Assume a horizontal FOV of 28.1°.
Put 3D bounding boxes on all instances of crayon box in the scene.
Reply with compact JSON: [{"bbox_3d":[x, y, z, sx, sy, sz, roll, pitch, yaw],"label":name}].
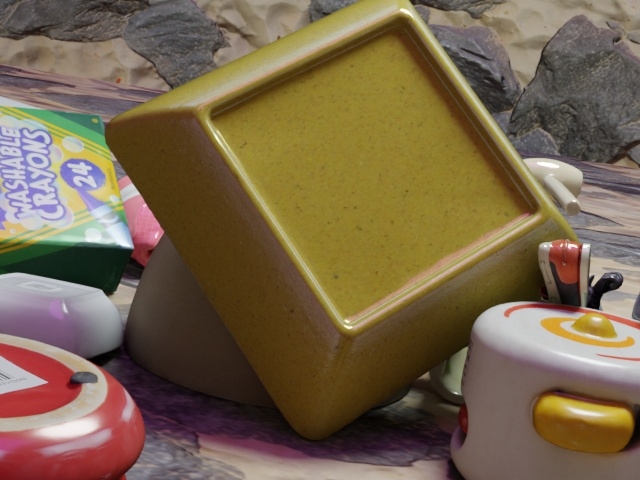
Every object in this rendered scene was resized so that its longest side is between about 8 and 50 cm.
[{"bbox_3d":[-0.375,-0.050,1.341,0.323,0.083,0.203,2,48,-28],"label":"crayon box"}]

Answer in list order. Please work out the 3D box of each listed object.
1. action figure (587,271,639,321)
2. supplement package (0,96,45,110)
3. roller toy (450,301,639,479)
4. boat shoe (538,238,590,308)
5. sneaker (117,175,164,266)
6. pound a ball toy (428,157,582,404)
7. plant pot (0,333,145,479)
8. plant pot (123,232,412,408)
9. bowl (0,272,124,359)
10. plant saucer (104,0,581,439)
[{"bbox_3d":[0.322,0.086,1.182,0.185,0.099,0.285,21,-24,5],"label":"action figure"},{"bbox_3d":[-0.440,-0.100,1.598,0.262,0.145,0.204,19,16,38],"label":"supplement package"},{"bbox_3d":[0.204,0.129,1.020,0.209,0.146,0.191,-1,16,-39],"label":"roller toy"},{"bbox_3d":[0.212,0.043,1.118,0.043,0.049,0.137,4,-30,13],"label":"boat shoe"},{"bbox_3d":[-0.104,0.003,1.545,0.314,0.116,0.136,1,31,-26],"label":"sneaker"},{"bbox_3d":[0.187,0.029,1.327,0.136,0.208,0.319,12,13,9],"label":"pound a ball toy"},{"bbox_3d":[-0.173,0.145,0.607,0.191,0.174,0.191,10,14,-3],"label":"plant pot"},{"bbox_3d":[-0.035,0.023,1.227,0.284,0.191,0.284,9,11,-2],"label":"plant pot"},{"bbox_3d":[-0.256,0.066,1.154,0.142,0.053,0.142,12,6,14],"label":"bowl"},{"bbox_3d":[0.038,-0.050,1.110,0.333,0.333,0.081,-30,-10,-24],"label":"plant saucer"}]
